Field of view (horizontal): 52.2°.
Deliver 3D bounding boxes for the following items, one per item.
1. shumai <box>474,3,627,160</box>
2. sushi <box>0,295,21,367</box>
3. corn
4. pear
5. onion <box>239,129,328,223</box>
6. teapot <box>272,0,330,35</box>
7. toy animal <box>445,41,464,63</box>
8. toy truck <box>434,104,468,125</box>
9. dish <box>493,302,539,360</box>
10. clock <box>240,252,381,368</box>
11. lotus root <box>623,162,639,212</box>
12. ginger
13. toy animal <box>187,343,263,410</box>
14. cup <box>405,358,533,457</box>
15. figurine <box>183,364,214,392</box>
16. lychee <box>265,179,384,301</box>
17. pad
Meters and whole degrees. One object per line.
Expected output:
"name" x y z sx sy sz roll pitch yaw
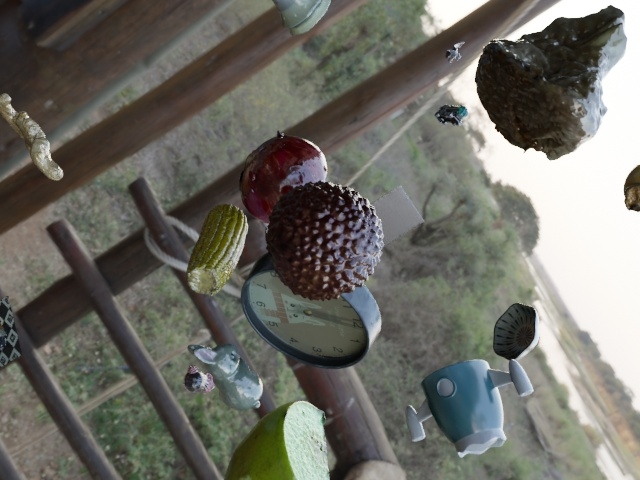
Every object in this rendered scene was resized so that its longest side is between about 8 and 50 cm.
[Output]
"shumai" 0.501 -0.337 1.359 0.346 0.283 0.217 46 -22 50
"sushi" -0.624 0.183 1.233 0.026 0.126 0.120 7 57 -60
"corn" -0.280 0.023 1.777 0.131 0.131 0.344 52 24 -24
"pear" -0.141 0.637 1.809 0.238 0.318 0.342 38 27 -32
"onion" -0.103 -0.165 1.861 0.276 0.276 0.276 52 16 -22
"teapot" -0.098 -0.507 1.209 0.251 0.183 0.183 38 24 -34
"toy animal" 0.322 -0.446 1.568 0.084 0.028 0.050 -42 144 -44
"toy truck" 0.307 -0.296 1.529 0.039 0.044 0.083 39 -6 -27
"dish" 0.618 0.289 2.011 0.066 0.190 0.190 25 28 -21
"clock" -0.032 0.189 1.712 0.386 0.386 0.076 52 45 -21
"lotus root" 0.868 -0.137 1.671 0.303 0.130 0.146 -14 53 -46
"ginger" -0.727 -0.249 1.664 0.258 0.065 0.149 51 -15 4
"toy animal" -0.224 0.319 1.608 0.138 0.108 0.236 27 -32 43
"cup" 0.322 0.371 1.425 0.168 0.300 0.173 28 39 -49
"figurine" -0.333 0.393 1.834 0.054 0.072 0.129 17 -8 30
"lychee" 0.000 0.000 1.427 0.264 0.300 0.264 -5 96 -52
"pad" 0.182 -0.047 2.018 0.170 0.246 0.006 50 11 -32
